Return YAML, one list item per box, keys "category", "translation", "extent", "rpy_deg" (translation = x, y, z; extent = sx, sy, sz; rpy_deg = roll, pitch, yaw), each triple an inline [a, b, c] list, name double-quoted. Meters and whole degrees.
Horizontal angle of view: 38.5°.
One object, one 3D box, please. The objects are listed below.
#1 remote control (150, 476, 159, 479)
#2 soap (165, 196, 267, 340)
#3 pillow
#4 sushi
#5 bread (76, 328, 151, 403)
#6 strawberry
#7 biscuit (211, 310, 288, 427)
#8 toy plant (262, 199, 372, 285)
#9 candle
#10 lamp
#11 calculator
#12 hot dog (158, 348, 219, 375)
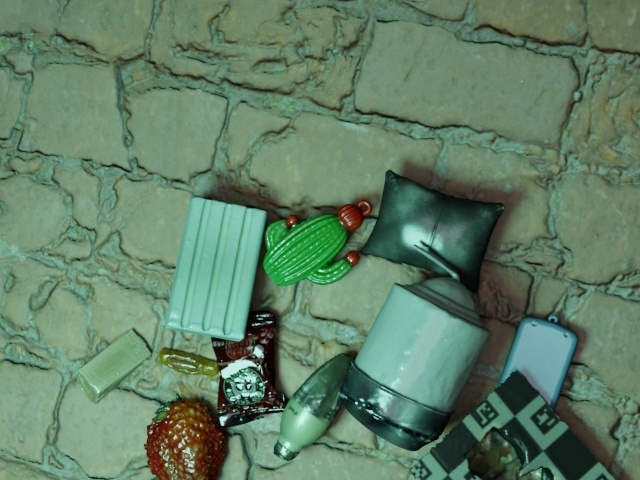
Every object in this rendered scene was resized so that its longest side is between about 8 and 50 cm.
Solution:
- category: "remote control"
  translation: [-0.272, 0.647, 1.914]
  extent: [0.128, 0.065, 0.335]
  rpy_deg: [-36, 84, 11]
- category: "soap"
  translation: [-0.210, 0.059, 1.848]
  extent: [0.160, 0.087, 0.265]
  rpy_deg: [10, 80, -6]
- category: "pillow"
  translation: [0.217, -0.019, 1.802]
  extent: [0.250, 0.106, 0.185]
  rpy_deg: [18, 101, 14]
- category: "sushi"
  translation: [0.384, 0.485, 1.773]
  extent: [0.296, 0.100, 0.373]
  rpy_deg: [-41, 87, -12]
- category: "bread"
  translation: [-0.444, 0.271, 1.966]
  extent: [0.152, 0.105, 0.077]
  rpy_deg: [-36, 83, -23]
- category: "strawberry"
  translation: [-0.274, 0.432, 1.871]
  extent: [0.175, 0.106, 0.236]
  rpy_deg: [-31, 75, -9]
- category: "biscuit"
  translation: [-0.150, 0.262, 1.891]
  extent: [0.151, 0.063, 0.235]
  rpy_deg: [-8, 89, 11]
- category: "toy plant"
  translation: [-0.003, 0.014, 1.851]
  extent: [0.240, 0.088, 0.154]
  rpy_deg: [-11, 87, 9]
- category: "candle"
  translation: [0.194, 0.208, 1.749]
  extent: [0.221, 0.221, 0.342]
  rpy_deg: [29, 94, 9]
- category: "lamp"
  translation: [-0.012, 0.332, 1.845]
  extent: [0.101, 0.101, 0.250]
  rpy_deg: [32, 90, 9]
- category: "calculator"
  translation: [0.425, 0.245, 1.797]
  extent: [0.121, 0.039, 0.210]
  rpy_deg: [18, 93, 8]
- category: "hot dog"
  translation: [-0.280, 0.261, 1.934]
  extent: [0.137, 0.028, 0.044]
  rpy_deg: [14, 100, 9]
